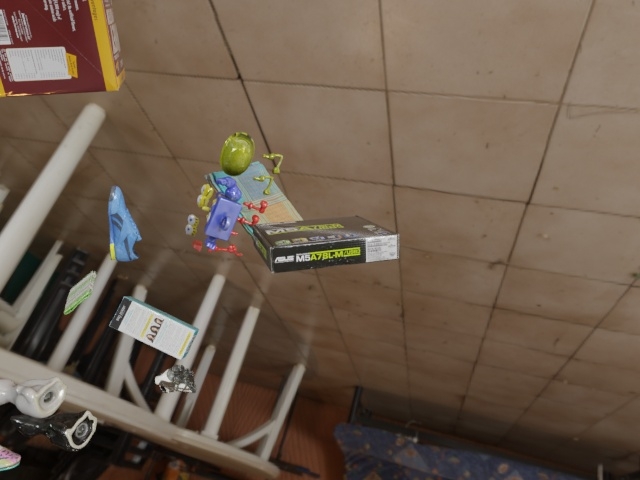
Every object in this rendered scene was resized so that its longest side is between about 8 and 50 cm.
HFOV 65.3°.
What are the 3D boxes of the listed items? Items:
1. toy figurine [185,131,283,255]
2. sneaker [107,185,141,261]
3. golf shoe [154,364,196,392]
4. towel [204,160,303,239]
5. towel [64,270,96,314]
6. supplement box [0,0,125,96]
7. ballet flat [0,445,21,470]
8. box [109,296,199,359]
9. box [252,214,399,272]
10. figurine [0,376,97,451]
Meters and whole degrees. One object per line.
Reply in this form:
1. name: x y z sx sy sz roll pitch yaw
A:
1. toy figurine: -0.227 -0.090 1.346 0.191 0.362 0.217 24 -167 -19
2. sneaker: -0.519 -0.044 1.325 0.082 0.209 0.069 -1 -160 -15
3. golf shoe: -0.461 0.450 1.597 0.094 0.077 0.198 -19 148 -2
4. towel: -0.172 -0.094 1.607 0.370 0.271 0.040 52 124 7
5. towel: -0.792 0.173 1.651 0.023 0.113 0.152 48 -176 -31
6. supplement box: -0.445 -0.350 0.827 0.194 0.129 0.191 -7 118 -13
7. ballet flat: -0.850 0.532 1.232 0.221 0.079 0.077 -11 177 11
8. box: -0.509 0.268 1.537 0.244 0.100 0.060 26 175 1
9. box: 0.000 0.000 0.775 0.190 0.045 0.184 -6 -165 -13
10. figurine: -0.674 0.400 1.171 0.209 0.092 0.215 -4 127 21
